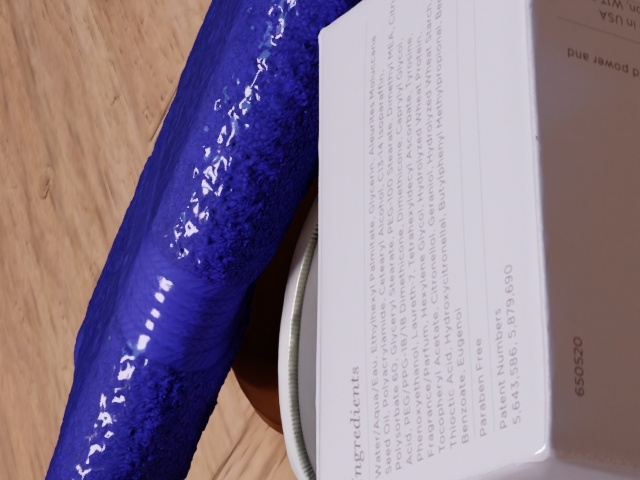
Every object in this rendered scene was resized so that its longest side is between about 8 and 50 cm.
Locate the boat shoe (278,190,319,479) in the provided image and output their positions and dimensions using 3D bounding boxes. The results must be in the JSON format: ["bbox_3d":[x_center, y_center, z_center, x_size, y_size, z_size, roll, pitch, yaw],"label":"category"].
[{"bbox_3d":[0.070,-0.021,0.743,0.091,0.109,0.305,33,103,64],"label":"boat shoe"}]

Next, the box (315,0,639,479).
[{"bbox_3d":[0.102,0.009,0.602,0.119,0.181,0.181,-30,54,51],"label":"box"}]

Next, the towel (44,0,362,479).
[{"bbox_3d":[-0.035,-0.026,0.839,0.227,0.076,0.308,-91,24,-65],"label":"towel"}]

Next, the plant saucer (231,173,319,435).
[{"bbox_3d":[0.000,0.000,0.927,0.200,0.037,0.200,-30,54,53],"label":"plant saucer"}]
